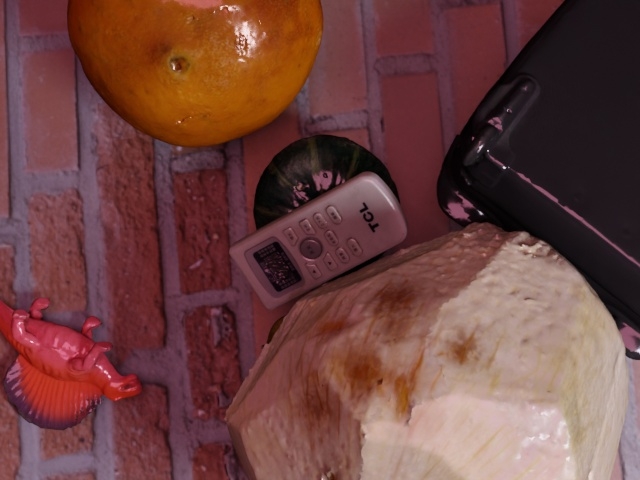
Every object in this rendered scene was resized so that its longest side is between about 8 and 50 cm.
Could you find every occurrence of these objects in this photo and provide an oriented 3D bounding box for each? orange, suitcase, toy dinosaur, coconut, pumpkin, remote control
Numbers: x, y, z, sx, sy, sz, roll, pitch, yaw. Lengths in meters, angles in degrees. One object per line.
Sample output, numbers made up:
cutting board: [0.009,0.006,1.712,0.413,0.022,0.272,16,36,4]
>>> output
orange: [-0.140,-0.240,1.366,0.283,0.226,0.284,3,119,5]
suitcase: [0.339,-0.088,1.336,0.345,0.188,0.339,37,70,7]
toy dinosaur: [-0.344,0.139,1.448,0.286,0.070,0.139,21,107,8]
coconut: [0.107,0.189,1.217,0.344,0.415,0.415,38,87,-9]
pumpkin: [0.007,-0.037,1.400,0.167,0.125,0.167,4,107,14]
remote control: [0.000,0.000,1.332,0.190,0.029,0.087,-27,105,18]

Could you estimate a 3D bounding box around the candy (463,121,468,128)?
candy: [0.218,-0.066,1.432,0.045,0.043,0.175,-29,78,-2]

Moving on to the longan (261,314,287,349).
longan: [-0.034,0.120,1.407,0.075,0.083,0.075,-12,73,46]
